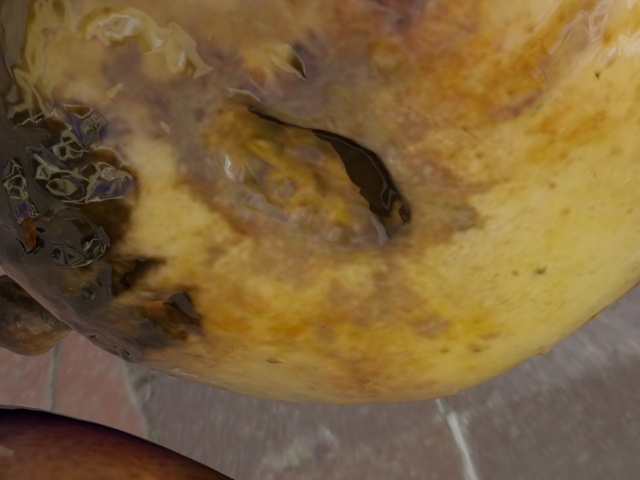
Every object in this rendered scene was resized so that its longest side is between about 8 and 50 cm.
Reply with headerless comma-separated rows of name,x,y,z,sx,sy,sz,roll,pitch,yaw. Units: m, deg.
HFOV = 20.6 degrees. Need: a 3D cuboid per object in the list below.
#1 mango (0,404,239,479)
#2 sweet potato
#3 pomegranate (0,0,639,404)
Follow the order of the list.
mango,-0.049,0.171,0.504,0.287,0.152,0.201,43,100,-13
sweet potato,-0.164,0.041,1.010,0.049,0.117,0.049,-2,93,-40
pomegranate,0.008,-0.094,0.598,0.322,0.322,0.322,0,96,-3
